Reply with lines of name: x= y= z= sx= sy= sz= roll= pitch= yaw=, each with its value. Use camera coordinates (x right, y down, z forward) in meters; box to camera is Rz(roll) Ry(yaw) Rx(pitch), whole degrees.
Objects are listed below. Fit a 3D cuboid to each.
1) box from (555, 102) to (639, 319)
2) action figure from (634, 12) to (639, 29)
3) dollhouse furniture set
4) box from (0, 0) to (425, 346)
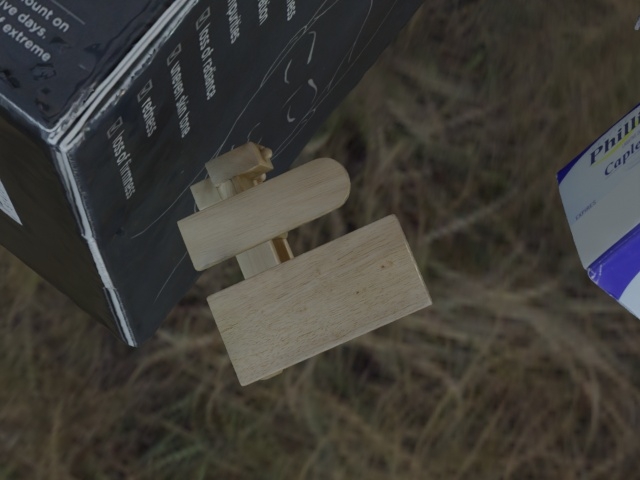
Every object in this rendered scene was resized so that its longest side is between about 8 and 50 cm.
box: x=0.181 y=-0.007 z=0.703 sx=0.137 sy=0.072 sz=0.126 roll=36 pitch=117 yaw=-24
action figure: x=0.177 y=-0.202 z=0.773 sx=0.185 sy=0.099 sz=0.285 roll=19 pitch=81 yaw=-27
dollhouse furniture set: x=0.000 y=0.000 z=1.183 sx=0.123 sy=0.151 sz=0.144 roll=-24 pitch=81 yaw=12
box: x=-0.113 y=-0.237 z=1.378 sx=0.297 sy=0.480 sz=0.472 roll=38 pitch=76 yaw=11
